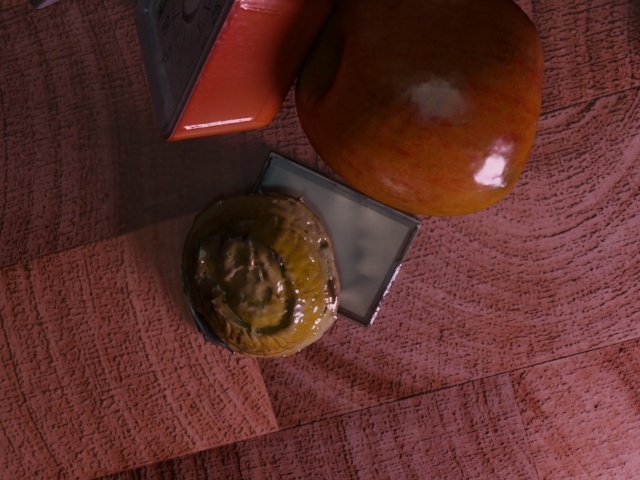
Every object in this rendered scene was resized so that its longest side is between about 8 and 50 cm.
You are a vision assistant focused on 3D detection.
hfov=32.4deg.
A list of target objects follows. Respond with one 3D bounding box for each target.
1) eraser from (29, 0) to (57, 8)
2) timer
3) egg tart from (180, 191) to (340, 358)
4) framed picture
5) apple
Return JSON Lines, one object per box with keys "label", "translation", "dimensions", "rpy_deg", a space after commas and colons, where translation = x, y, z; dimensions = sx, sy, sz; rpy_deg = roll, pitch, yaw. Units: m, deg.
{"label": "eraser", "translation": [-0.240, -0.408, 1.417], "dimensions": [0.352, 0.061, 0.089], "rpy_deg": [-24, 98, 7]}
{"label": "timer", "translation": [-0.128, -0.290, 1.332], "dimensions": [0.250, 0.161, 0.257], "rpy_deg": [59, 137, 27]}
{"label": "egg tart", "translation": [-0.084, 0.055, 1.473], "dimensions": [0.232, 0.098, 0.252], "rpy_deg": [21, 110, 3]}
{"label": "framed picture", "translation": [0.000, 0.000, 1.506], "dimensions": [0.231, 0.010, 0.173], "rpy_deg": [26, 101, -2]}
{"label": "apple", "translation": [0.115, -0.177, 1.322], "dimensions": [0.275, 0.299, 0.299], "rpy_deg": [14, 102, -10]}
